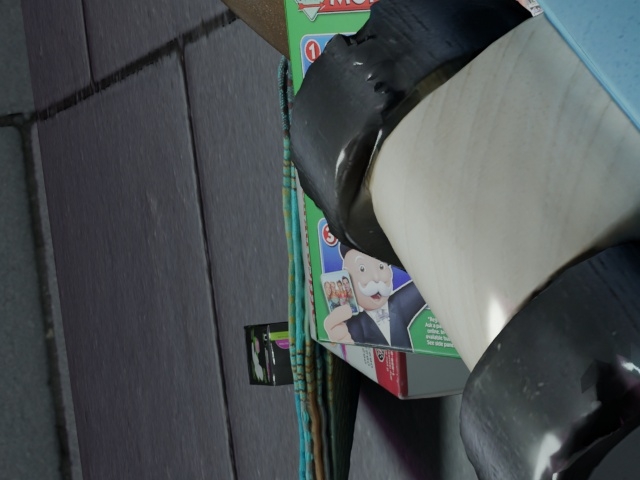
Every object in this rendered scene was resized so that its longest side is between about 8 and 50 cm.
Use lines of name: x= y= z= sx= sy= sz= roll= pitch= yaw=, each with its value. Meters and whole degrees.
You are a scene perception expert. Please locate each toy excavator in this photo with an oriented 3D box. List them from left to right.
toy excavator: x=0.196 y=-0.100 z=0.617 sx=0.433 sy=0.445 sz=0.222 roll=43 pitch=-169 yaw=-39

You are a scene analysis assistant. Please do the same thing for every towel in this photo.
towel: x=0.000 y=0.000 z=1.407 sx=0.271 sy=0.040 sz=0.370 roll=-80 pitch=-11 yaw=-66

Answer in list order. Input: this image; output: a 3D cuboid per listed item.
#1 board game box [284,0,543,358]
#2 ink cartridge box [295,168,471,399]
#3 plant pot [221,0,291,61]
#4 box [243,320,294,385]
board game box: x=0.110 y=-0.045 z=0.951 sx=0.317 sy=0.046 sz=0.213 roll=4 pitch=102 yaw=47
ink cartridge box: x=0.071 y=0.008 z=1.182 sx=0.176 sy=0.127 sz=0.128 roll=-154 pitch=58 yaw=-71
plant pot: x=0.028 y=-0.180 z=1.164 sx=0.230 sy=0.215 sz=0.215 roll=57 pitch=153 yaw=26
box: x=-0.023 y=0.092 z=1.643 sx=0.083 sy=0.062 sz=0.052 roll=172 pitch=92 yaw=-74
